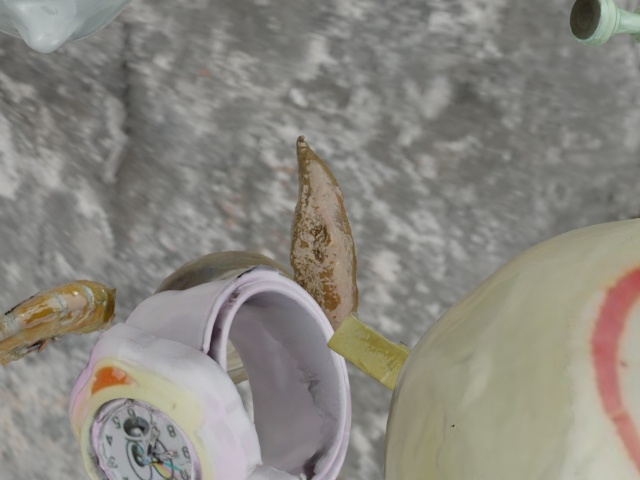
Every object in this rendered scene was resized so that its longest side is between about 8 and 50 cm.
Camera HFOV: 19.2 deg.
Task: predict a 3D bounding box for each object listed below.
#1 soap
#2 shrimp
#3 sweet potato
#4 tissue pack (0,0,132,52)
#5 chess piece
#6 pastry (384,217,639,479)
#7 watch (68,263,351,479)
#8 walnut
[{"bbox_3d":[0.116,0.131,1.406,0.092,0.252,0.037,32,90,-48],"label":"soap"},{"bbox_3d":[-0.247,0.072,1.694,0.132,0.187,0.051,-24,82,16],"label":"shrimp"},{"bbox_3d":[0.000,0.000,1.762,0.068,0.060,0.206,0,75,-28],"label":"sweet potato"},{"bbox_3d":[-0.217,-0.275,1.155,0.333,0.236,0.229,30,122,-29],"label":"tissue pack"},{"bbox_3d":[0.335,-0.228,1.981,0.149,0.059,0.059,2,100,-30],"label":"chess piece"},{"bbox_3d":[0.147,0.105,0.732,0.265,0.265,0.133,19,134,-23],"label":"pastry"},{"bbox_3d":[-0.061,0.151,1.482,0.217,0.211,0.248,-31,103,-50],"label":"watch"},{"bbox_3d":[-0.098,0.080,1.939,0.162,0.140,0.140,-31,110,-10],"label":"walnut"}]
